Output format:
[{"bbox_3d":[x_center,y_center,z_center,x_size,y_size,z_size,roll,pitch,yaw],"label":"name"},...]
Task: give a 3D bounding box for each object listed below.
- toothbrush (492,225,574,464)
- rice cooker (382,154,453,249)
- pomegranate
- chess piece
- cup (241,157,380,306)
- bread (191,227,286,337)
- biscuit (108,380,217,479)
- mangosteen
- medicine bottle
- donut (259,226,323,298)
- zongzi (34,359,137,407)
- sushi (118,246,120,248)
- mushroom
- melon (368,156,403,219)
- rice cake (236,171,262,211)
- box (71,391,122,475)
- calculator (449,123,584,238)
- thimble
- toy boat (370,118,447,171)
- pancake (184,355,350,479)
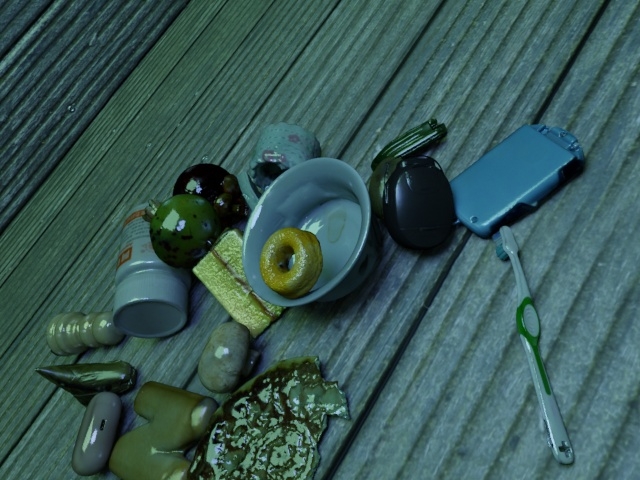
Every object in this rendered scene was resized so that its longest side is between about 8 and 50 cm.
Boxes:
[{"bbox_3d":[0.356,0.149,0.767,0.040,0.042,0.418,120,155,-50],"label":"toothbrush"},{"bbox_3d":[0.201,-0.079,0.955,0.142,0.118,0.203,-2,82,-10],"label":"rice cooker"},{"bbox_3d":[-0.383,-0.035,1.224,0.247,0.202,0.202,25,76,25],"label":"pomegranate"},{"bbox_3d":[-0.724,0.288,1.434,0.260,0.143,0.143,-10,54,23],"label":"chess piece"},{"bbox_3d":[0.000,0.000,1.038,0.347,0.163,0.348,-17,61,32],"label":"cup"},{"bbox_3d":[-0.186,0.115,1.203,0.167,0.163,0.264,-44,76,3],"label":"bread"},{"bbox_3d":[-0.383,0.469,1.084,0.290,0.062,0.237,0,61,39],"label":"biscuit"},{"bbox_3d":[-0.318,-0.120,1.363,0.249,0.211,0.211,22,74,22],"label":"mangosteen"},{"bbox_3d":[-0.488,0.080,1.330,0.211,0.211,0.372,-29,46,17],"label":"medicine bottle"},{"bbox_3d":[-0.065,0.041,0.924,0.151,0.058,0.152,-14,63,31],"label":"donut"},{"bbox_3d":[-0.633,0.363,1.244,0.204,0.204,0.094,-25,38,20],"label":"zongzi"},{"bbox_3d":[-0.645,0.010,1.628,0.201,0.031,0.139,-41,45,10],"label":"sushi"},{"bbox_3d":[-0.211,0.272,1.041,0.127,0.166,0.166,19,66,-2],"label":"mushroom"},{"bbox_3d":[0.163,-0.123,1.068,0.099,0.099,0.162,2,62,38],"label":"melon"},{"bbox_3d":[-0.176,-0.098,1.285,0.043,0.127,0.237,-32,42,-1],"label":"rice cake"},{"bbox_3d":[-0.576,0.496,1.168,0.146,0.088,0.200,-49,31,42],"label":"box"},{"bbox_3d":[0.387,-0.124,0.931,0.293,0.051,0.173,-38,46,9],"label":"calculator"},{"bbox_3d":[-0.105,-0.221,1.288,0.211,0.185,0.149,-40,29,58],"label":"thimble"},{"bbox_3d":[0.216,-0.239,1.141,0.210,0.052,0.104,-31,30,17],"label":"toy boat"},{"bbox_3d":[-0.116,0.427,0.926,0.304,0.067,0.427,15,69,34],"label":"pancake"}]
